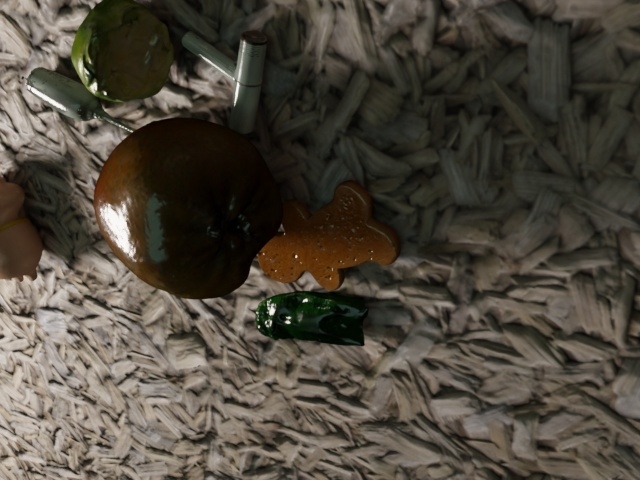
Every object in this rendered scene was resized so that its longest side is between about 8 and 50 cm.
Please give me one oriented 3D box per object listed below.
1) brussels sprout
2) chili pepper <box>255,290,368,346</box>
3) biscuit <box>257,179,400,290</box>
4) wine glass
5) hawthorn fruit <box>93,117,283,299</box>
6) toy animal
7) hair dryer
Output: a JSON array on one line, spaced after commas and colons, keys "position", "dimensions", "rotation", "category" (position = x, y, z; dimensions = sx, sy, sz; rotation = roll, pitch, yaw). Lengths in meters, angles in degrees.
[{"position": [-0.311, -0.295, 1.306], "dimensions": [0.122, 0.151, 0.149], "rotation": [44, 166, 40], "category": "brussels sprout"}, {"position": [-0.014, 0.132, 1.420], "dimensions": [0.224, 0.061, 0.098], "rotation": [-1, 110, 34], "category": "chili pepper"}, {"position": [0.000, 0.000, 1.348], "dimensions": [0.250, 0.036, 0.165], "rotation": [-25, 102, 36], "category": "biscuit"}, {"position": [-0.391, -0.225, 1.433], "dimensions": [0.262, 0.074, 0.074], "rotation": [28, 129, 16], "category": "wine glass"}, {"position": [-0.214, -0.063, 1.302], "dimensions": [0.301, 0.268, 0.267], "rotation": [30, 132, 39], "category": "hawthorn fruit"}, {"position": [-0.636, -0.023, 1.663], "dimensions": [0.165, 0.149, 0.248], "rotation": [-15, 121, 21], "category": "toy animal"}, {"position": [-0.167, -0.266, 1.293], "dimensions": [0.183, 0.044, 0.155], "rotation": [28, 128, 21], "category": "hair dryer"}]
